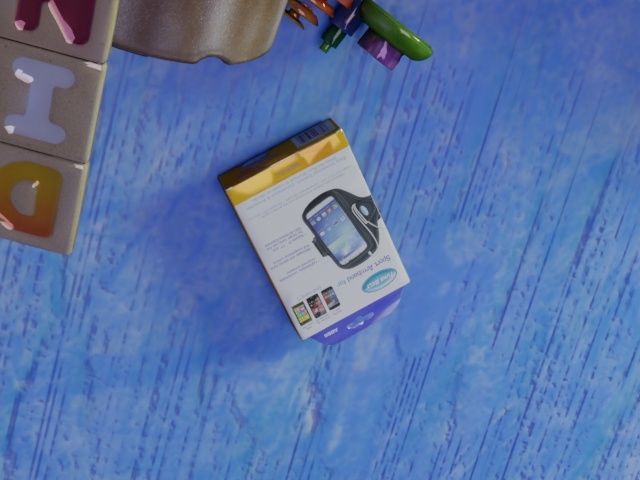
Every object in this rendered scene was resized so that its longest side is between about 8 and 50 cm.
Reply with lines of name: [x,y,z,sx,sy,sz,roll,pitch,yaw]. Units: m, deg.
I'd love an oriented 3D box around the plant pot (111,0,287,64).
plant pot: [-0.066,-0.188,0.710,0.166,0.167,0.165,6,119,-20]

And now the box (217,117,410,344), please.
box: [0.000,0.000,0.880,0.081,0.028,0.136,-28,121,-5]

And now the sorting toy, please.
sorting toy: [0.014,-0.125,0.811,0.102,0.061,0.042,37,99,-5]

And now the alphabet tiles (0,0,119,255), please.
alphabet tiles: [-0.241,-0.122,0.676,0.285,0.011,0.343,15,121,-3]
